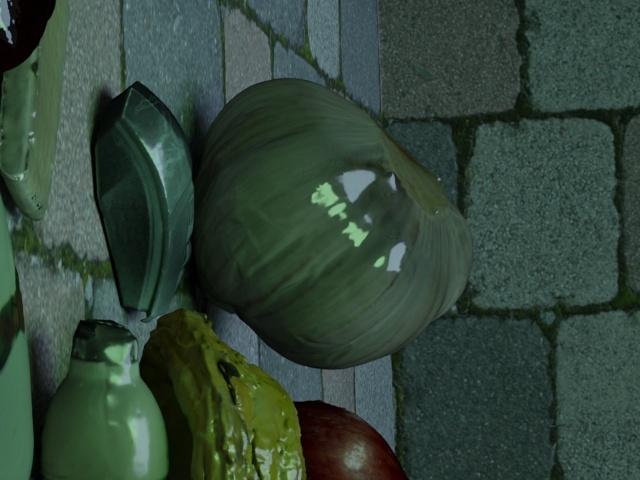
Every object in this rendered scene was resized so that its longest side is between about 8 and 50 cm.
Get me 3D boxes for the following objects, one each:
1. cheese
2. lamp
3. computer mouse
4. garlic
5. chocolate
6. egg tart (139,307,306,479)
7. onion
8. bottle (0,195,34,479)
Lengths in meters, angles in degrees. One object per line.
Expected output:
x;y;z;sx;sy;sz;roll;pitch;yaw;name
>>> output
-0.212;-0.210;1.464;0.085;0.034;0.400;65;25;-63;cheese
-0.165;0.182;1.444;0.101;0.101;0.250;-41;134;-77;lamp
-0.144;-0.032;1.684;0.126;0.071;0.231;-75;160;-59;computer mouse
0.000;0.000;1.953;0.317;0.259;0.317;51;20;-27;garlic
-0.222;-0.178;1.277;0.149;0.080;0.125;-73;158;-58;chocolate
-0.086;0.195;1.551;0.294;0.123;0.294;-176;-90;-71;egg tart
-0.023;0.286;1.783;0.276;0.276;0.276;-3;90;-80;onion
-0.225;0.085;0.820;0.229;0.229;0.352;-74;157;-61;bottle
